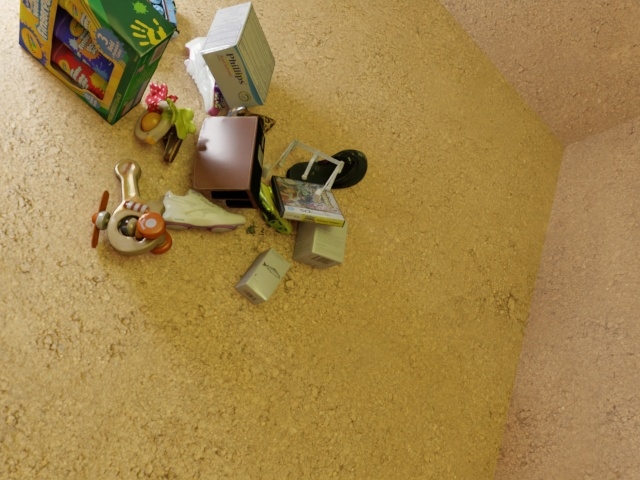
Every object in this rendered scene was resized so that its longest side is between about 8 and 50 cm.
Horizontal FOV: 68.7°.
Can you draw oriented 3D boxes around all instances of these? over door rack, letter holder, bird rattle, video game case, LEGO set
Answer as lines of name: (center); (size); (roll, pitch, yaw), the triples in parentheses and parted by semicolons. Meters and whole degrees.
over door rack: (-0.067, -0.266, 1.841); (0.240, 0.108, 0.324); (26, 37, 5)
letter holder: (-0.330, -0.283, 1.702); (0.215, 0.152, 0.301); (1, 69, 4)
bird rattle: (-0.562, -0.432, 1.613); (0.207, 0.254, 0.143); (-48, 150, -5)
video game case: (-0.054, -0.155, 1.809); (0.249, 0.035, 0.274); (8, 33, -20)
LEGO set: (-0.255, -0.038, 1.800); (0.083, 0.024, 0.054); (32, 62, -38)

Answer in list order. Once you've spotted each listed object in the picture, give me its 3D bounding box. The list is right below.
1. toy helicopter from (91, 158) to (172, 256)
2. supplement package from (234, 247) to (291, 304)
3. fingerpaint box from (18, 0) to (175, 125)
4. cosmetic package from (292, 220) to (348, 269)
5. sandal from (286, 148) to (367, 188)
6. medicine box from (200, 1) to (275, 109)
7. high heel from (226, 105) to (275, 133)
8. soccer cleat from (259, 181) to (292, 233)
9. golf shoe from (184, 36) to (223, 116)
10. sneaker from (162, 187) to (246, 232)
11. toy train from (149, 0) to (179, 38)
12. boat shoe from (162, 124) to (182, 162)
toy helicopter: (-0.624, -0.108, 1.507); (0.235, 0.140, 0.354); (-12, 65, -12)
supplement package: (-0.211, 0.132, 1.723); (0.105, 0.105, 0.179); (43, 56, -16)
fingerpaint box: (-0.690, -0.611, 1.410); (0.371, 0.445, 0.163); (44, 57, -17)
cosmetic package: (0.000, 0.000, 1.877); (0.151, 0.152, 0.183); (21, 65, -28)
sandal: (0.061, -0.302, 2.037); (0.446, 0.107, 0.167); (-23, 89, -36)
medicine box: (-0.301, -0.694, 1.776); (0.263, 0.149, 0.289); (65, 26, -50)
high heel: (-0.251, -0.475, 1.827); (0.261, 0.186, 0.093); (-18, 86, -37)
soccer cleat: (-0.197, -0.150, 1.826); (0.289, 0.093, 0.121); (48, 53, -12)
golf shoe: (-0.448, -0.629, 1.806); (0.140, 0.115, 0.305); (-2, 90, 4)
sneaker: (-0.405, -0.108, 1.656); (0.305, 0.114, 0.151); (6, 74, -33)
toy train: (-0.595, -0.848, 1.776); (0.105, 0.080, 0.183); (-9, 81, -42)
boat shoe: (-0.529, -0.367, 1.681); (0.073, 0.073, 0.206); (21, 55, -13)
